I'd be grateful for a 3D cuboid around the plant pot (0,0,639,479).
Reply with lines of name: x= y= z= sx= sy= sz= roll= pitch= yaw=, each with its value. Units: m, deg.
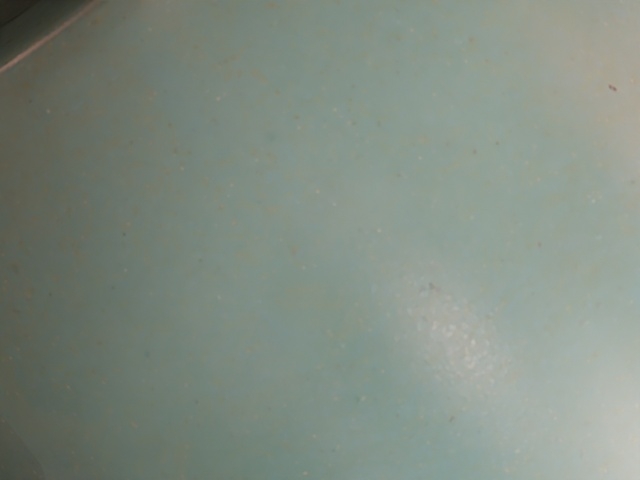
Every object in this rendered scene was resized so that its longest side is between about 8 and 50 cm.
plant pot: x=0.000 y=0.000 z=0.557 sx=0.235 sy=0.293 sz=0.293 roll=50 pitch=18 yaw=-22
